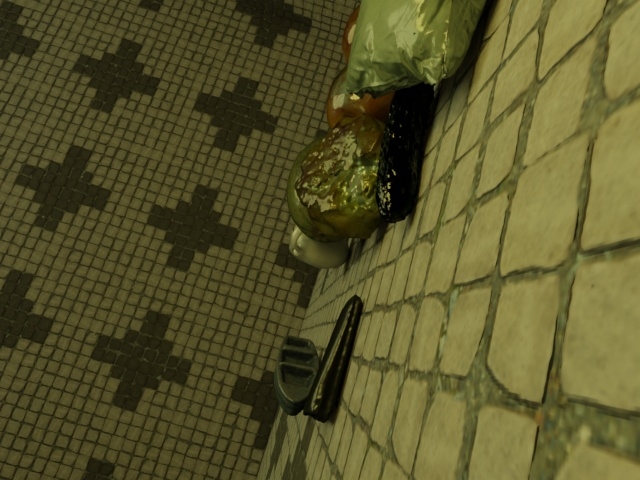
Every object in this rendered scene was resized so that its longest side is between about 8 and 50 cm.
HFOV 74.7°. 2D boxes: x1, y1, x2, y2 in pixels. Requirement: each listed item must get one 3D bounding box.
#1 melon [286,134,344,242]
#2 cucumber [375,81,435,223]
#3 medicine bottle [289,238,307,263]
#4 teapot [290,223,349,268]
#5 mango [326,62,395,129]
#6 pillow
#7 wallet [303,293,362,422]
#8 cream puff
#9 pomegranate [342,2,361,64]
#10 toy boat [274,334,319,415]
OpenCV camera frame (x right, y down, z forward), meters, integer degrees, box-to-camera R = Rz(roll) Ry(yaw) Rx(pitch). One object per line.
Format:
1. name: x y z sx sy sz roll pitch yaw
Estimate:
1. melon: 0.030 -0.143 1.152 0.248 0.248 0.329 109 178 -52
2. cucumber: 0.136 -0.154 0.703 0.081 0.072 0.303 -33 36 58
3. medicine bottle: 0.021 -0.098 1.677 0.211 0.211 0.371 110 177 -63
4. teapot: 0.000 0.000 1.341 0.139 0.204 0.298 -55 -22 20
5. mango: 0.134 -0.377 1.098 0.221 0.199 0.384 -44 4 41
6. pillow: 0.157 -0.366 0.620 0.310 0.138 0.283 -70 24 11
7. wallet: 0.027 0.238 0.852 0.168 0.052 0.245 111 -179 -68
8. cream puff: 0.083 -0.124 0.904 0.282 0.185 0.282 -25 49 32
9. pomegranate: 0.187 -0.635 1.375 0.270 0.229 0.252 100 -175 -50
10. toy boat: -0.070 0.378 1.194 0.283 0.127 0.078 -89 15 -68
